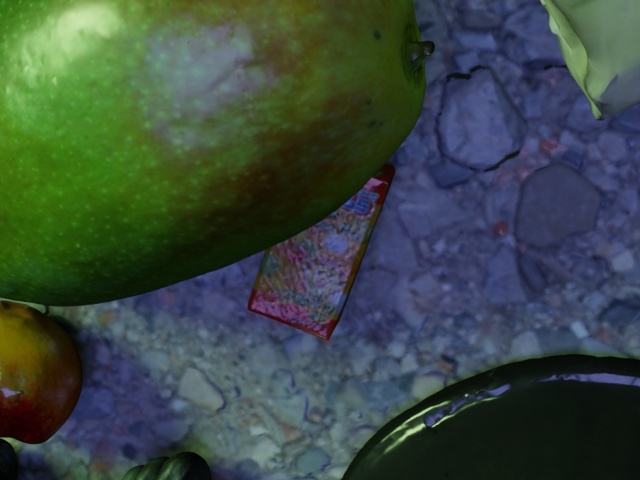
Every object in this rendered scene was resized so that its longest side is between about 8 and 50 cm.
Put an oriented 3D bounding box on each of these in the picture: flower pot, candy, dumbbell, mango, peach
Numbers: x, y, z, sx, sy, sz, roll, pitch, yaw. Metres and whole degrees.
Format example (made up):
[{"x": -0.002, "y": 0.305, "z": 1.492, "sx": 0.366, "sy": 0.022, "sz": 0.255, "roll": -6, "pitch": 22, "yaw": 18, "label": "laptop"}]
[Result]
[{"x": 0.173, "y": 0.283, "z": 0.897, "sx": 0.379, "sy": 0.251, "sz": 0.379, "roll": 3, "pitch": 108, "yaw": 9, "label": "flower pot"}, {"x": 0.000, "y": 0.000, "z": 0.932, "sx": 0.062, "sy": 0.038, "sz": 0.122, "roll": 21, "pitch": 112, "yaw": 1, "label": "candy"}, {"x": -0.184, "y": 0.188, "z": 1.004, "sx": 0.254, "sy": 0.110, "sz": 0.110, "roll": 9, "pitch": 111, "yaw": 13, "label": "dumbbell"}, {"x": -0.119, "y": -0.081, "z": 0.843, "sx": 0.381, "sy": 0.201, "sz": 0.225, "roll": -18, "pitch": 119, "yaw": 28, "label": "mango"}, {"x": -0.211, "y": 0.091, "z": 0.969, "sx": 0.100, "sy": 0.101, "sz": 0.101, "roll": 3, "pitch": 110, "yaw": 8, "label": "peach"}]

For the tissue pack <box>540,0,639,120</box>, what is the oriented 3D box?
[{"x": 0.245, "y": -0.271, "z": 0.702, "sx": 0.380, "sy": 0.207, "sz": 0.297, "roll": -23, "pitch": 103, "yaw": 16, "label": "tissue pack"}]
